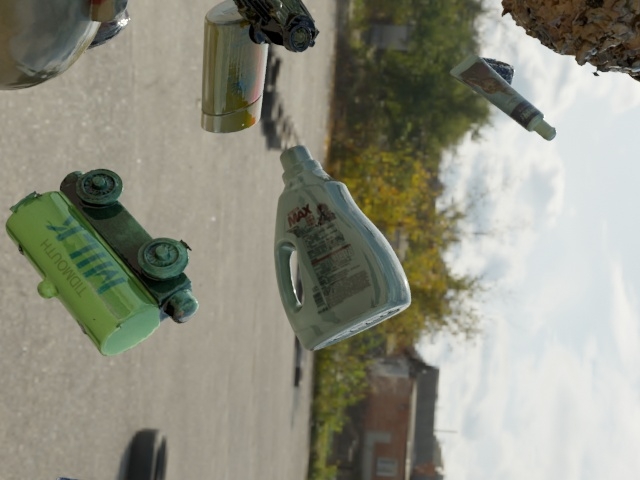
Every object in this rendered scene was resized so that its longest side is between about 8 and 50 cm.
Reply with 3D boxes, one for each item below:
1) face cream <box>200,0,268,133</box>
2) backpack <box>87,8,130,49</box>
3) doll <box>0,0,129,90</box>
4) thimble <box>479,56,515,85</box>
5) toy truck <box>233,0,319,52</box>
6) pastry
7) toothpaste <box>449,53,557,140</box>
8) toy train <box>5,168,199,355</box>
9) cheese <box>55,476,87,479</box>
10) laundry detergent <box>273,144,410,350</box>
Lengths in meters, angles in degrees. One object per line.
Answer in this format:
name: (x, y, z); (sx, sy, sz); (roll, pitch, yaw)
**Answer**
face cream: (-0.158, -0.311, 1.677); (0.067, 0.139, 0.285); (45, -32, 25)
backpack: (-0.605, -0.522, 1.976); (0.283, 0.317, 0.197); (65, 17, -11)
doll: (-0.316, -0.286, 0.812); (0.330, 0.235, 0.174); (63, 14, 5)
thimble: (0.358, -0.349, 1.934); (0.104, 0.095, 0.066); (-13, 122, -51)
toy truck: (-0.100, -0.418, 1.477); (0.127, 0.127, 0.257); (-56, 133, -15)
pastry: (0.329, -0.290, 1.007); (0.275, 0.275, 0.193); (-82, -166, -62)
toothpaste: (0.306, -0.234, 1.511); (0.216, 0.062, 0.037); (47, -16, 28)
toy train: (-0.261, 0.022, 1.073); (0.253, 0.157, 0.105); (46, -29, 24)
cheese: (-0.301, 0.436, 1.321); (0.320, 0.204, 0.083); (31, -80, 54)
laundry detergent: (0.000, 0.000, 1.870); (0.125, 0.264, 0.397); (6, 58, -62)
